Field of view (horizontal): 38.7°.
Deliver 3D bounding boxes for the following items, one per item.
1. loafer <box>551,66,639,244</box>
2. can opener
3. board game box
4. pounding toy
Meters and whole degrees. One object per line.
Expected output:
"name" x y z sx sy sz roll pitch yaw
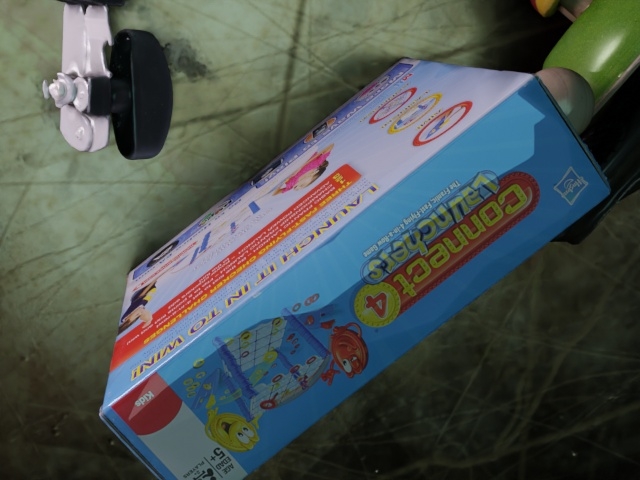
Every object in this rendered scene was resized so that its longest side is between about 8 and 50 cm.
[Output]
"loafer" 0.278 -0.076 0.789 0.078 0.080 0.220 38 95 -15
"can opener" -0.167 -0.203 0.705 0.093 0.074 0.281 -11 110 -42
"board game box" 0.000 0.000 0.649 0.308 0.302 0.086 -38 106 2
"pounding toy" 0.196 -0.163 0.715 0.110 0.183 0.237 41 75 6
